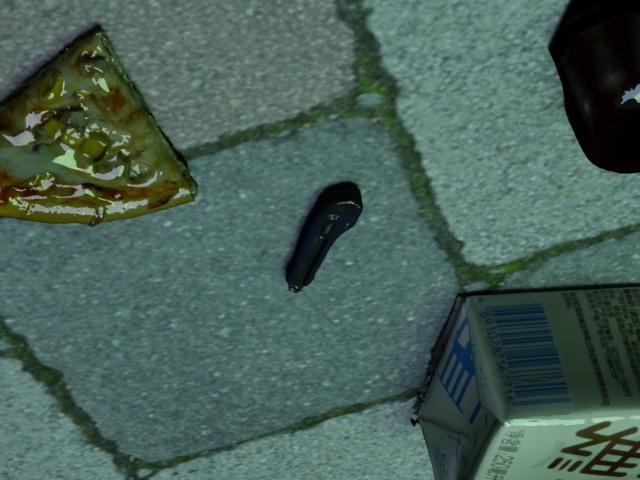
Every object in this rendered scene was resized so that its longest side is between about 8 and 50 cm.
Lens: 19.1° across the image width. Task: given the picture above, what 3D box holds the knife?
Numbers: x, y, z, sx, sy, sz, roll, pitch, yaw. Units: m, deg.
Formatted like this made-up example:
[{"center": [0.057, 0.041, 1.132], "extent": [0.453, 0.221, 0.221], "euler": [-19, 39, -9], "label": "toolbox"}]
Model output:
[{"center": [0.000, 0.000, 1.394], "extent": [0.031, 0.018, 0.121], "euler": [5, 144, -19], "label": "knife"}]

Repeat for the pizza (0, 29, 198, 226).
[{"center": [-0.149, -0.066, 1.240], "extent": [0.184, 0.036, 0.176], "euler": [8, 140, -27], "label": "pizza"}]

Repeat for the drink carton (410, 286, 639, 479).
[{"center": [0.257, 0.139, 1.569], "extent": [0.324, 0.132, 0.194], "euler": [-4, 145, -14], "label": "drink carton"}]

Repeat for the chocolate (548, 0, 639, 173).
[{"center": [0.213, -0.094, 1.270], "extent": [0.148, 0.080, 0.125], "euler": [18, 135, -38], "label": "chocolate"}]
